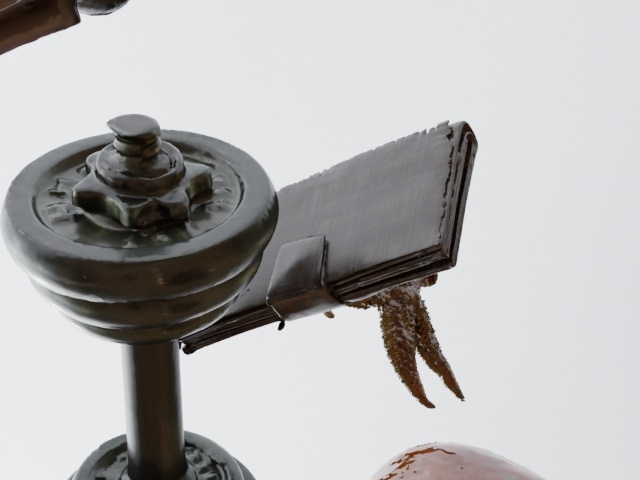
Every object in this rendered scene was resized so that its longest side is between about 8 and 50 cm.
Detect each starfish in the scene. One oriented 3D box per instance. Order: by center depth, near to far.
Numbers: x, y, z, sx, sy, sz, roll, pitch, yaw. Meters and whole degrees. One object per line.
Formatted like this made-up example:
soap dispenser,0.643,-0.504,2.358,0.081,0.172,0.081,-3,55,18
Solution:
starfish,0.070,0.059,1.502,0.043,0.227,0.240,-38,-18,29

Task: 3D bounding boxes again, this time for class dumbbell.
dumbbell,-0.113,0.101,1.040,0.179,0.179,0.406,-16,-54,-24

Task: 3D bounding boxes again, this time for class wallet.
wallet,0.000,0.000,1.050,0.230,0.124,0.042,-18,-48,31

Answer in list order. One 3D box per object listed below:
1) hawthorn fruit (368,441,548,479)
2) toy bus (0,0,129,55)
hawthorn fruit,0.072,0.198,0.815,0.189,0.189,0.189,-14,-60,-25
toy bus,-0.124,-0.113,0.498,0.274,0.112,0.090,-30,-10,-37
